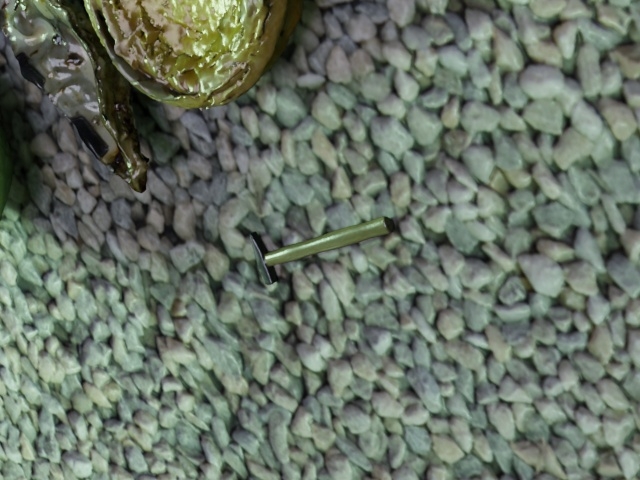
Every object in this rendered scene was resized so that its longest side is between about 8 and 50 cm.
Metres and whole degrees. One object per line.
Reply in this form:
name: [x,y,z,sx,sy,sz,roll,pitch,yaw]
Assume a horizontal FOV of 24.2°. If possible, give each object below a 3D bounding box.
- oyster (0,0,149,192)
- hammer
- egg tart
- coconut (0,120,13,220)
oyster: [-0.284,-0.194,1.735,0.345,0.078,0.129,54,132,18]
hammer: [0.000,0.000,1.626,0.199,0.013,0.062,-17,97,41]
egg tart: [-0.135,-0.280,1.563,0.290,0.107,0.291,16,121,29]
coconut: [-0.547,-0.088,1.820,0.281,0.328,0.328,-34,85,44]
